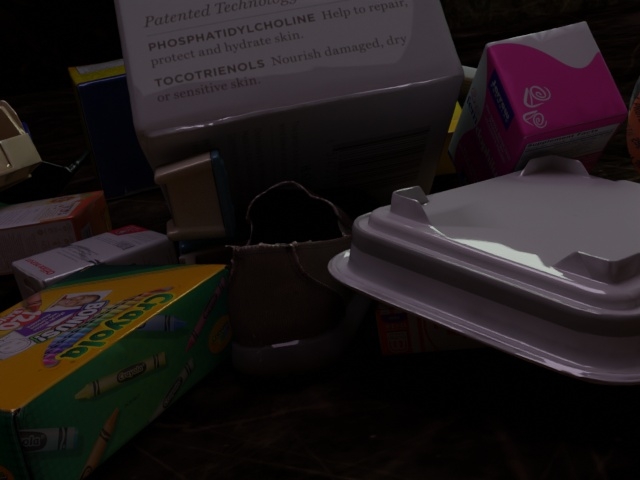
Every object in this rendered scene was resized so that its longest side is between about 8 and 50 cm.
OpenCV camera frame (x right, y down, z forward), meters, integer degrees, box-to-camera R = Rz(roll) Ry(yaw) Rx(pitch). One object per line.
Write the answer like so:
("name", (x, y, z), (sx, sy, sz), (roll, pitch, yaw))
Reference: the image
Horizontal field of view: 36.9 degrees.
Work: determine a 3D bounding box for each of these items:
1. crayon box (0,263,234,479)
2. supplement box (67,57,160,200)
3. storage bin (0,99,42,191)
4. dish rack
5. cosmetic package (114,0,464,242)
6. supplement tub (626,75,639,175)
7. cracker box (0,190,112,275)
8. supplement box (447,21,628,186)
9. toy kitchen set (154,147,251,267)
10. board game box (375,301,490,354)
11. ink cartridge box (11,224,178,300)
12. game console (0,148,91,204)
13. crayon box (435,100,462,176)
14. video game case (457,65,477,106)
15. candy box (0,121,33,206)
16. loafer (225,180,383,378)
("crayon box", (-0.205, 0.104, 0.785), (0.165, 0.081, 0.278), (-1, 19, 28))
("supplement box", (-0.321, -0.214, 1.692), (0.194, 0.195, 0.356), (-14, 18, -13))
("storage bin", (-0.570, -0.082, 1.333), (0.260, 0.123, 0.262), (-23, 8, 20))
("dish rack", (0.203, -0.002, 0.782), (0.285, 0.072, 0.332), (20, 24, 41))
("cosmetic package", (-0.058, -0.244, 1.121), (0.327, 0.394, 0.329), (-12, -21, -5))
("supplement tub", (0.456, -0.150, 1.039), (0.193, 0.194, 0.316), (3, 21, 37))
("cracker box", (-0.411, -0.004, 1.278), (0.232, 0.067, 0.156), (-8, 15, 4))
("supplement box", (0.218, -0.112, 1.004), (0.113, 0.111, 0.220), (-13, -23, -10))
("toy kitchen set", (-0.097, -0.028, 1.006), (0.122, 0.166, 0.207), (-12, 17, -6))
("board game box", (0.134, 0.038, 0.866), (0.146, 0.045, 0.193), (-6, 18, 13))
("ink cartridge box", (-0.246, 0.038, 1.052), (0.150, 0.063, 0.109), (-21, 20, -30))
("game console", (-0.435, -0.103, 1.507), (0.122, 0.071, 0.107), (-39, 16, 38))
("crayon box", (0.112, -0.148, 1.422), (0.202, 0.081, 0.318), (-7, 16, 7))
("video game case", (0.200, -0.252, 1.628), (0.206, 0.026, 0.227), (-11, -6, 40))
("candy box", (-0.644, -0.103, 1.643), (0.317, 0.122, 0.268), (-16, 17, -15))
("loafer", (0.000, 0.000, 0.921), (0.133, 0.130, 0.366), (-7, 17, 10))
